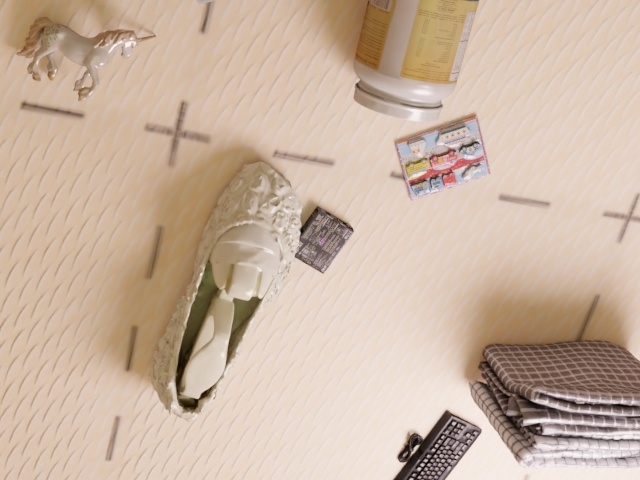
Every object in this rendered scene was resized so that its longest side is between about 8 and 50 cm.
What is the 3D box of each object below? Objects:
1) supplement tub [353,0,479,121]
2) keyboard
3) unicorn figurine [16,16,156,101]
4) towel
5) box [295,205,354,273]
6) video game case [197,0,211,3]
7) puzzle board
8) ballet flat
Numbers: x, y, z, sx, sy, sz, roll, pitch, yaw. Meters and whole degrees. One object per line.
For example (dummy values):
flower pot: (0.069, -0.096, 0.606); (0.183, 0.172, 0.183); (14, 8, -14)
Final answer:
supplement tub: (0.125, -0.272, 1.391); (0.144, 0.144, 0.200); (9, 111, -13)
keyboard: (0.182, 0.366, 1.740); (0.108, 0.023, 0.180); (29, 104, -19)
unicorn figurine: (-0.313, -0.245, 1.373); (0.162, 0.060, 0.111); (20, 108, -18)
towel: (0.397, 0.242, 1.609); (0.283, 0.235, 0.121); (3, 109, -12)
box: (0.000, 0.000, 1.554); (0.067, 0.018, 0.083); (30, 105, -20)
video game case: (-0.113, -0.381, 1.252); (0.173, 0.022, 0.190); (-11, 140, 20)
puzzle board: (0.183, -0.121, 1.539); (0.128, 0.011, 0.096); (-19, 115, -2)
ballet flat: (-0.131, 0.091, 1.508); (0.147, 0.147, 0.409); (18, 108, -17)
